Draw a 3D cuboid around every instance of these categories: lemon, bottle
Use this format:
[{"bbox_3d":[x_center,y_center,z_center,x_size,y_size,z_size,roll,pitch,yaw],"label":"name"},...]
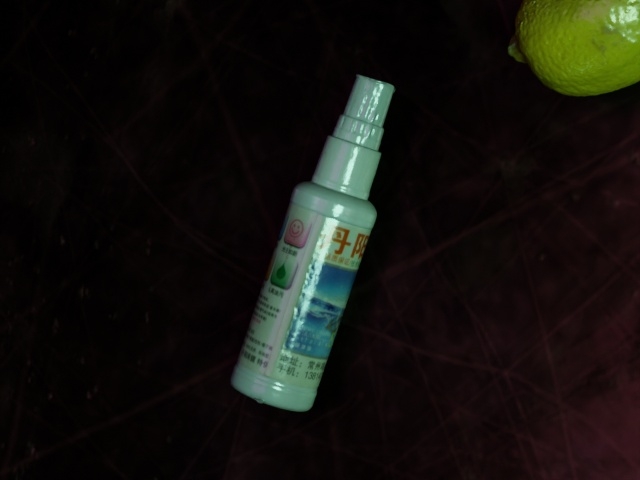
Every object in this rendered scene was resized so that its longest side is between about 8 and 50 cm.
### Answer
[{"bbox_3d":[0.157,-0.123,0.811,0.110,0.082,0.082,-22,69,37],"label":"lemon"},{"bbox_3d":[0.000,0.000,0.919,0.060,0.060,0.217,21,95,38],"label":"bottle"}]
